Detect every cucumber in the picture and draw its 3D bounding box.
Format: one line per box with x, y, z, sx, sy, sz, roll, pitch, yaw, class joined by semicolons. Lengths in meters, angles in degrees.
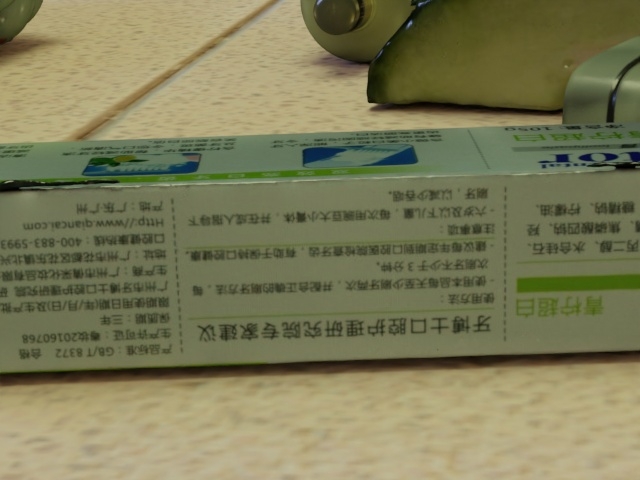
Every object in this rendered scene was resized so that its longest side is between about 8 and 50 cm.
0.189;-0.121;0.848;0.325;0.105;0.145;0;17;17;cucumber

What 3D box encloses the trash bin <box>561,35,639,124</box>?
0.186;-0.052;0.681;0.130;0.059;0.116;10;22;32;trash bin

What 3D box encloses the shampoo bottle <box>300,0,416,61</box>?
0.033;-0.159;1.020;0.079;0.079;0.162;4;18;18;shampoo bottle

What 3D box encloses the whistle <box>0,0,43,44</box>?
-0.257;-0.164;1.052;0.110;0.092;0.244;5;17;18;whistle

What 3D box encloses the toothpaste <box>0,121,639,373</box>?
0.000;0.000;0.516;0.336;0.067;0.081;-2;16;0;toothpaste
